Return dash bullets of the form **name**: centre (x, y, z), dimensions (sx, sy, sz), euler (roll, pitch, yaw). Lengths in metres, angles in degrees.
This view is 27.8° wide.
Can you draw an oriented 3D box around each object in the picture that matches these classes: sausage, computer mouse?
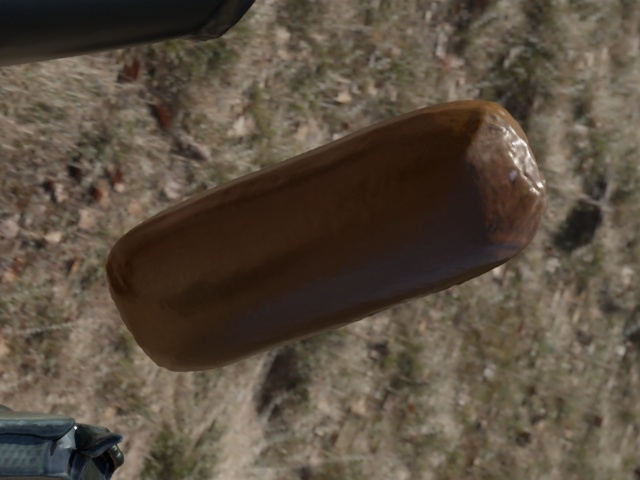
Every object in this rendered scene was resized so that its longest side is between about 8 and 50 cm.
- **sausage**: centre (0.000, -0.001, 0.760), dimensions (0.105, 0.274, 0.105), euler (51, 27, -39)
- **computer mouse**: centre (-0.199, 0.116, 0.621), dimensions (0.126, 0.231, 0.071), euler (32, 39, -56)

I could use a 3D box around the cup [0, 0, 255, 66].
- **cup**: centre (-0.102, -0.166, 0.432), dimensions (0.176, 0.169, 0.223), euler (-2, 107, -29)
